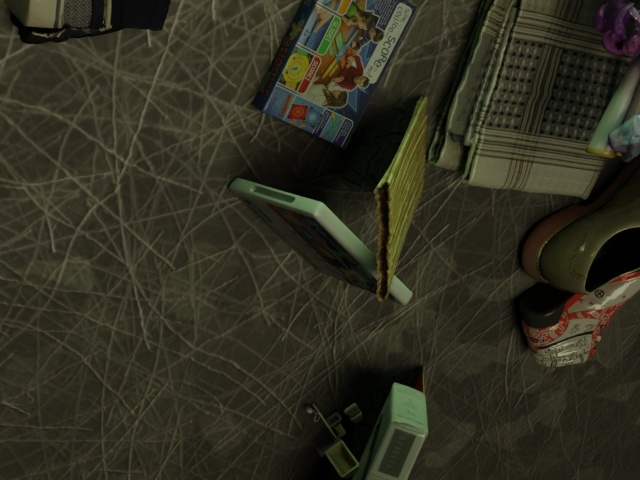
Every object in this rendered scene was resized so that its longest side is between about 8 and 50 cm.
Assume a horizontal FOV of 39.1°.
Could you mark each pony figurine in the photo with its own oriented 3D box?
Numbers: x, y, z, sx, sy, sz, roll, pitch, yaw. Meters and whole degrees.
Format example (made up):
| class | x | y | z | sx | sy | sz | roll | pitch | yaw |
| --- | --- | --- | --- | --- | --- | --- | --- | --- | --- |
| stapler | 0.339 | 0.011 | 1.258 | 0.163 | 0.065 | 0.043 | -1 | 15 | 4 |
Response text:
| class | x | y | z | sx | sy | sz | roll | pitch | yaw |
| --- | --- | --- | --- | --- | --- | --- | --- | --- | --- |
| pony figurine | 0.456 | -0.278 | 1.174 | 0.351 | 0.303 | 0.363 | -12 | 118 | -64 |

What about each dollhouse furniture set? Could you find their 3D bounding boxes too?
| class | x | y | z | sx | sy | sz | roll | pitch | yaw |
| --- | --- | --- | --- | --- | --- | --- | --- | --- | --- |
| dollhouse furniture set | 0.029 | 0.283 | 1.336 | 0.091 | 0.114 | 0.081 | -34 | 122 | -7 |

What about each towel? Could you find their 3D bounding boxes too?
| class | x | y | z | sx | sy | sz | roll | pitch | yaw |
| --- | --- | --- | --- | --- | --- | --- | --- | --- | --- |
| towel | 0.326 | -0.217 | 1.281 | 0.324 | 0.056 | 0.312 | 6 | 111 | -31 |

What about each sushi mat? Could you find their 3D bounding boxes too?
| class | x | y | z | sx | sy | sz | roll | pitch | yaw |
| --- | --- | --- | --- | --- | --- | --- | --- | --- | --- |
| sushi mat | 0.103 | -0.063 | 1.116 | 0.019 | 0.316 | 0.151 | 4 | 116 | 13 |

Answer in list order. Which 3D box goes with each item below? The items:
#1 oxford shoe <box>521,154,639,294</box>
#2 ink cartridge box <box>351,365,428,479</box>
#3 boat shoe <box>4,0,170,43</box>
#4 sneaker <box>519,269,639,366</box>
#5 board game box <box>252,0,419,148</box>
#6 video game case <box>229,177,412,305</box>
| class | x | y | z | sx | sy | sz | roll | pitch | yaw |
| --- | --- | --- | --- | --- | --- | --- | --- | --- | --- |
| oxford shoe | 0.516 | -0.030 | 1.425 | 0.397 | 0.146 | 0.140 | -34 | 123 | -11 |
| ink cartridge box | 0.086 | 0.340 | 1.358 | 0.060 | 0.239 | 0.275 | 20 | 106 | -1 |
| boat shoe | -0.213 | -0.360 | 0.876 | 0.158 | 0.127 | 0.340 | -7 | 125 | -34 |
| sneaker | 0.457 | 0.110 | 1.503 | 0.270 | 0.090 | 0.145 | -26 | 125 | -12 |
| board game box | 0.019 | -0.228 | 1.115 | 0.136 | 0.035 | 0.201 | 21 | 103 | -35 |
| video game case | 0.000 | 0.000 | 1.130 | 0.201 | 0.183 | 0.023 | 44 | 74 | -37 |
